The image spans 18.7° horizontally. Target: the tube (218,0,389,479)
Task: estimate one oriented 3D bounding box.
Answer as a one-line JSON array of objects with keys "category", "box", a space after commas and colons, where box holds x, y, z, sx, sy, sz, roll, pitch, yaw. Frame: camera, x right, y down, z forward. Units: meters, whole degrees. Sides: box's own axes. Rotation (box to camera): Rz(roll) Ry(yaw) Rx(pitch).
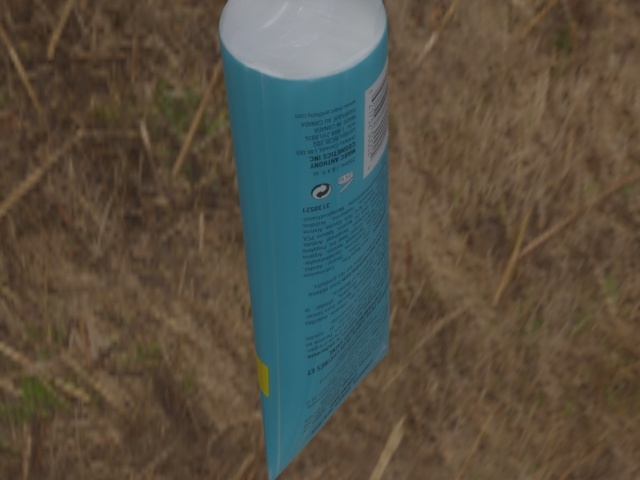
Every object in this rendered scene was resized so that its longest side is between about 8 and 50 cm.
[{"category": "tube", "box": [0.000, 0.000, 0.676, 0.052, 0.207, 0.080, 31, 57, 28]}]
